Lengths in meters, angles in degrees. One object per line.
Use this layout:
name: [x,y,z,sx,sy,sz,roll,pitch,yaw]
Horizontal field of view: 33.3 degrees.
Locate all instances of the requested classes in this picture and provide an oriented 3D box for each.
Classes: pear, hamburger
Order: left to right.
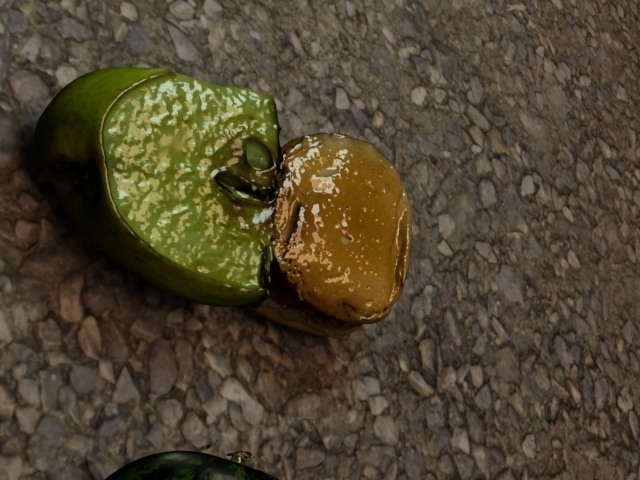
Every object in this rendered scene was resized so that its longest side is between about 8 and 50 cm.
pear: [-0.180,-0.052,1.136,0.255,0.164,0.238,9,78,-37]
hamburger: [0.000,0.000,1.290,0.244,0.163,0.244,12,70,-35]

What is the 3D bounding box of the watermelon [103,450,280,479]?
watermelon: [-0.112,0.321,0.986,0.269,0.269,0.269,19,61,-39]
